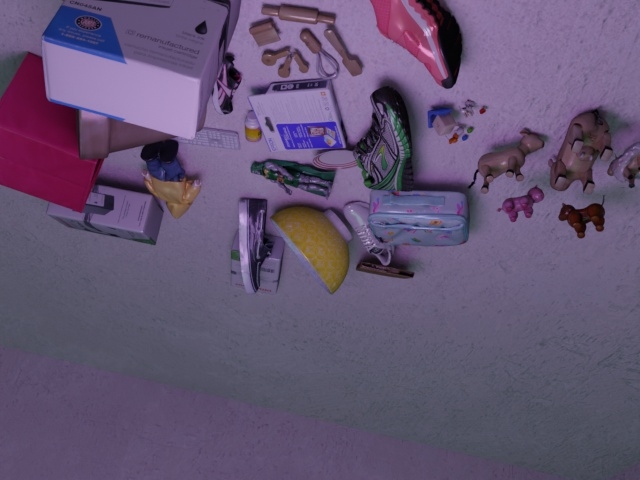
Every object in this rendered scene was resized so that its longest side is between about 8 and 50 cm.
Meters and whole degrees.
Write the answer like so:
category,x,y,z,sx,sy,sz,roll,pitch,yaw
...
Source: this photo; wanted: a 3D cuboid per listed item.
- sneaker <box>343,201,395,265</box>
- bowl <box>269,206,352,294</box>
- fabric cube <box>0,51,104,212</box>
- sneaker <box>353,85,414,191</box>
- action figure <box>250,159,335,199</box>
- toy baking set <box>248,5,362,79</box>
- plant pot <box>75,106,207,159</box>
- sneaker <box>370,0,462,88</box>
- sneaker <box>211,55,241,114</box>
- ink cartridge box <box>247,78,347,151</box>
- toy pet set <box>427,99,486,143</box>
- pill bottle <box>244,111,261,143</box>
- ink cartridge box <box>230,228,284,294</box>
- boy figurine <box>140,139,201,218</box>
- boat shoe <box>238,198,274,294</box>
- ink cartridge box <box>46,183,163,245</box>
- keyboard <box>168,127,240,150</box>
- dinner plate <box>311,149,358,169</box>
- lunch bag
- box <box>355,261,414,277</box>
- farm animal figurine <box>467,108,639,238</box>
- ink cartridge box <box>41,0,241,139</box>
category,x,y,z,sx,sy,sz,roll,pitch,yaw
sneaker,0.147,-0.023,2.089,0.090,0.094,0.235,-18,134,37
bowl,0.000,0.000,2.078,0.156,0.289,0.289,-39,137,-6
fabric cube,-0.682,-0.270,1.832,0.258,0.254,0.259,20,144,-16
sneaker,0.150,-0.229,1.741,0.147,0.134,0.343,-6,143,4
action figure,-0.081,-0.173,1.972,0.232,0.063,0.137,15,150,0
toy baking set,-0.031,-0.442,1.606,0.257,0.030,0.196,7,148,7
plant pot,-0.415,-0.347,1.629,0.281,0.323,0.323,-3,150,-21
sneaker,0.193,-0.448,1.486,0.136,0.115,0.313,-4,137,38
sneaker,-0.226,-0.374,1.721,0.077,0.071,0.178,-4,149,3
ink cartridge box,-0.054,-0.308,1.781,0.209,0.045,0.206,-2,144,15
toy pet set,0.316,-0.291,1.713,0.114,0.065,0.122,-16,156,-23
pill bottle,-0.174,-0.293,1.838,0.044,0.043,0.083,9,146,3
ink cartridge box,-0.207,0.074,2.321,0.161,0.092,0.219,12,145,0
boy figurine,-0.418,-0.165,2.038,0.178,0.092,0.285,7,148,11
boat shoe,-0.189,0.021,2.149,0.102,0.108,0.301,-1,105,-1
ink cartridge box,-0.640,-0.086,2.138,0.290,0.121,0.211,11,169,0
keyboard,-0.345,-0.283,1.927,0.256,0.014,0.072,8,145,5
dinner plate,0.047,-0.217,1.877,0.141,0.017,0.141,-2,167,0
lunch bag,0.264,-0.061,1.943,0.280,0.107,0.224,1,162,14
box,0.199,0.096,2.220,0.165,0.021,0.201,11,175,0
farm animal figurine,0.572,-0.181,1.702,0.331,0.172,0.326,27,130,-9
ink cartridge box,-0.330,-0.422,1.398,0.286,0.394,0.166,14,143,-5
